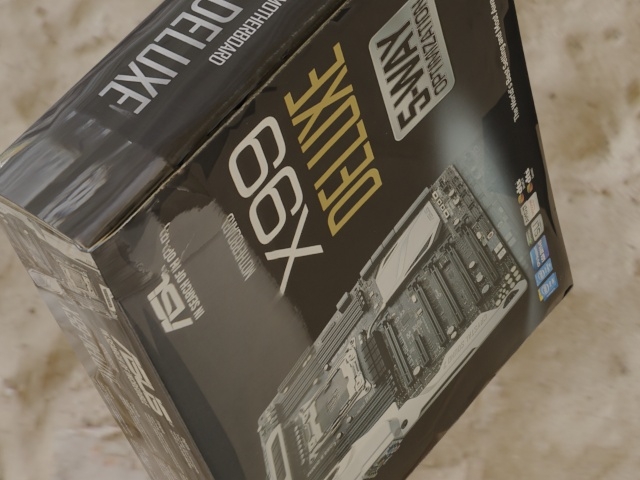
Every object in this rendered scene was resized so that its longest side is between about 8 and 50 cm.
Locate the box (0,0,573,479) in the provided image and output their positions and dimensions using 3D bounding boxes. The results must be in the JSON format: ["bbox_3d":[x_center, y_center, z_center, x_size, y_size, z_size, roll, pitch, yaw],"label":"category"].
[{"bbox_3d":[0.000,0.000,0.830,0.076,0.307,0.242,29,65,33],"label":"box"}]
